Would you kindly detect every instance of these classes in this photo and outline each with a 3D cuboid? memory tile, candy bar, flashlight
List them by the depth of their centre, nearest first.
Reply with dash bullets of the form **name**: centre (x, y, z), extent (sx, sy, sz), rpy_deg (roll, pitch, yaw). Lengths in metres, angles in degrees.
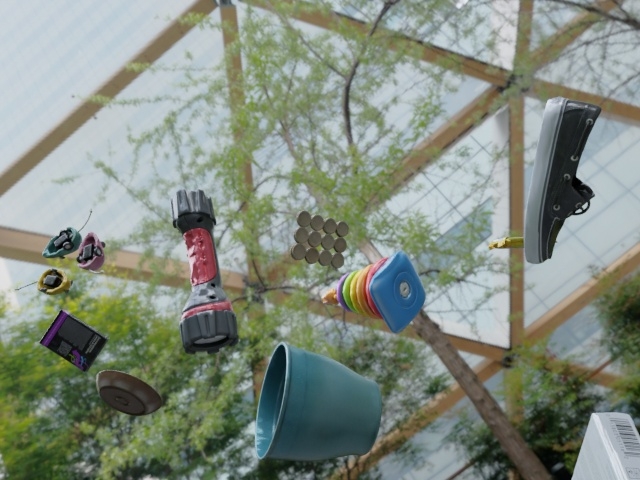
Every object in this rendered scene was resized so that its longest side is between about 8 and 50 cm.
- **candy bar**: centre (0.328, 0.004, 0.897), extent (0.161, 0.018, 0.040), rpy_deg (-1, -9, -42)
- **flashlight**: centre (-0.219, 0.047, 1.001), extent (0.103, 0.304, 0.103), rpy_deg (3, -30, -34)
- **memory tile**: centre (0.000, 0.000, 1.232), extent (0.148, 0.113, 0.012), rpy_deg (14, -11, -37)

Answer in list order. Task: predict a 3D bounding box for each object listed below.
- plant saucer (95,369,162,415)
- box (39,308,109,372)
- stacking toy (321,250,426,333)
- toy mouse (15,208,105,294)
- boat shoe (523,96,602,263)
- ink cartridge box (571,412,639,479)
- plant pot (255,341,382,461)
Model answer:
- **plant saucer**: centre (-0.537, 0.432, 1.532), extent (0.199, 0.036, 0.198), rpy_deg (9, -46, 10)
- **box**: centre (-0.715, 0.291, 1.613), extent (0.116, 0.162, 0.029), rpy_deg (-57, -1, -2)
- **stacking toy**: centre (0.109, 0.138, 1.471), extent (0.302, 0.165, 0.175), rpy_deg (-11, 25, 48)
- **toy mouse**: centre (-0.369, 0.019, 0.842), extent (0.161, 0.143, 0.031), rpy_deg (0, -29, 26)
- **boat shoe**: centre (0.321, -0.070, 0.728), extent (0.080, 0.076, 0.228), rpy_deg (-27, -55, -55)
- **ink cartridge box**: centre (0.638, 0.623, 1.202), extent (0.091, 0.308, 0.385), rpy_deg (1, -61, 7)
- **plant pot**: centre (0.000, 0.403, 1.338), extent (0.255, 0.271, 0.271), rpy_deg (14, -47, -13)
